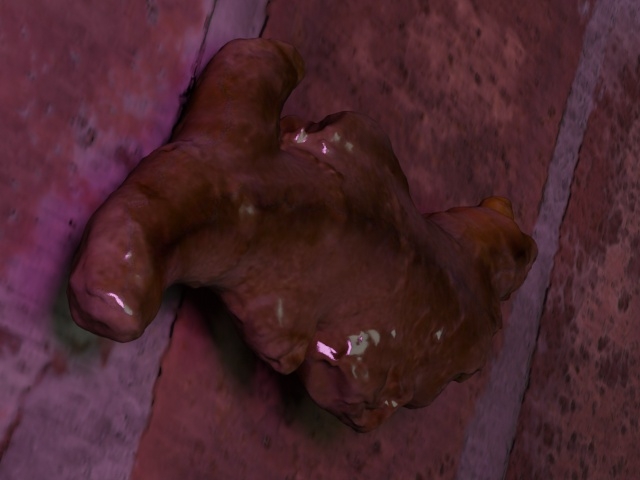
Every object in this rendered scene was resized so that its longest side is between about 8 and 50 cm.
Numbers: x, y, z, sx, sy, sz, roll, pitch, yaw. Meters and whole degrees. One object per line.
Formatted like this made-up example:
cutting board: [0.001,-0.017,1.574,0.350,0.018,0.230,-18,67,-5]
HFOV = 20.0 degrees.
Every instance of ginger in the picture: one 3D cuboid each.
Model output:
ginger: [0.001,0.001,0.865,0.333,0.080,0.166,21,62,-47]
